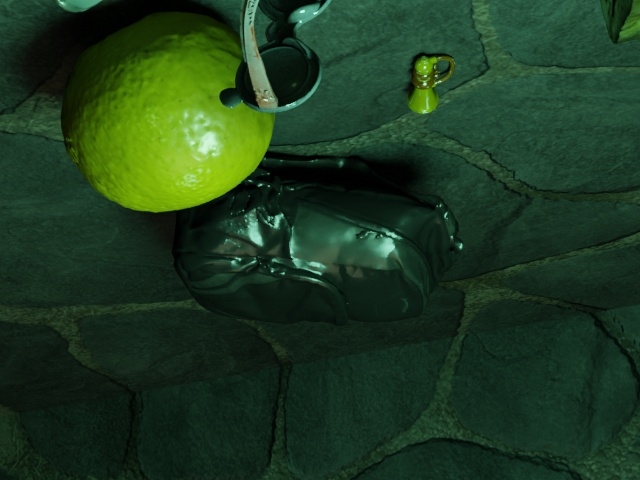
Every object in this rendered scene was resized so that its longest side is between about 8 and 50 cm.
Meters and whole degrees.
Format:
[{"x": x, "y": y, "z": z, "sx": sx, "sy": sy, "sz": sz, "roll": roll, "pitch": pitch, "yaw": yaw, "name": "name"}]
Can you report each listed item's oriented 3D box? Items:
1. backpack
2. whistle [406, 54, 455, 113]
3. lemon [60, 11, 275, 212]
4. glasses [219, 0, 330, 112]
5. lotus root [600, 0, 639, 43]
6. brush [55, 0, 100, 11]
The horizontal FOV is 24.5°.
[{"x": 0.000, "y": 0.000, "z": 2.330, "sx": 0.446, "sy": 0.255, "sz": 0.363, "roll": 8, "pitch": 160, "yaw": 9, "name": "backpack"}, {"x": 0.154, "y": -0.221, "z": 2.046, "sx": 0.057, "sy": 0.046, "sz": 0.109, "roll": 11, "pitch": 154, "yaw": 2, "name": "whistle"}, {"x": -0.197, "y": -0.159, "z": 1.861, "sx": 0.320, "sy": 0.245, "sz": 0.245, "roll": -18, "pitch": 156, "yaw": 35, "name": "lemon"}, {"x": -0.061, "y": -0.291, "z": 1.571, "sx": 0.118, "sy": 0.234, "sz": 0.268, "roll": 5, "pitch": 154, "yaw": 13, "name": "glasses"}, {"x": 0.471, "y": -0.315, "z": 1.698, "sx": 0.260, "sy": 0.149, "sz": 0.267, "roll": -3, "pitch": 163, "yaw": 0, "name": "lotus root"}, {"x": -0.209, "y": -0.324, "z": 1.697, "sx": 0.297, "sy": 0.060, "sz": 0.068, "roll": -8, "pitch": 138, "yaw": 46, "name": "brush"}]
